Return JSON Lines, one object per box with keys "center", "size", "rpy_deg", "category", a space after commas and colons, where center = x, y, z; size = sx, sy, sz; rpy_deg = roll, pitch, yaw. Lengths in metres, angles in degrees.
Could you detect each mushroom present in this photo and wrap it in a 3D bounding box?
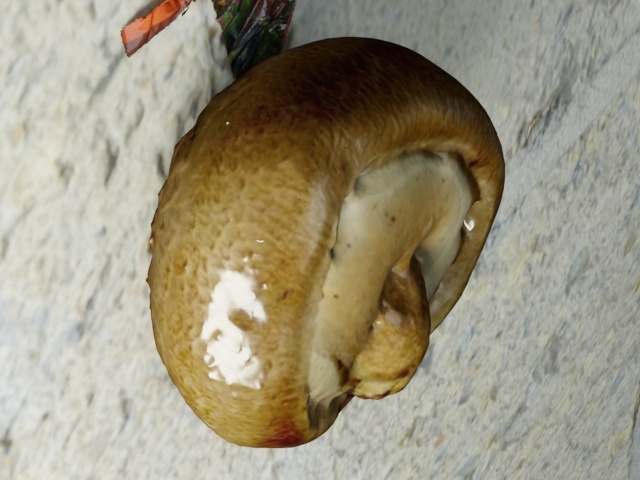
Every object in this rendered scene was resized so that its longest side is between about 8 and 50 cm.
{"center": [0.000, 0.000, 0.800], "size": [0.253, 0.153, 0.253], "rpy_deg": [-38, 141, -39], "category": "mushroom"}

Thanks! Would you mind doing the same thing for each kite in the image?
{"center": [-0.049, -0.166, 0.756], "size": [0.189, 0.009, 0.232], "rpy_deg": [-50, 145, -27], "category": "kite"}
